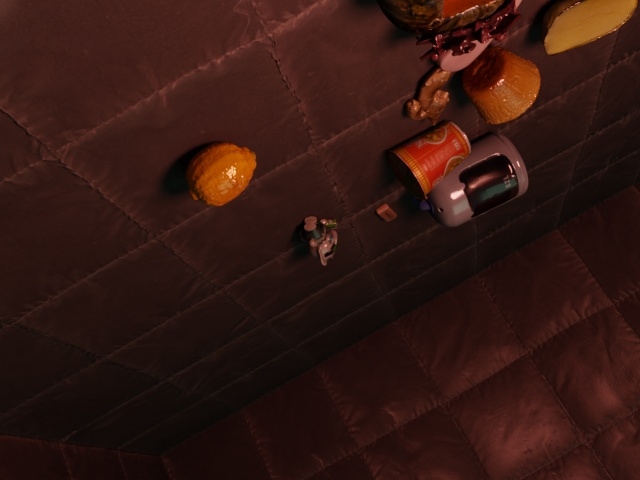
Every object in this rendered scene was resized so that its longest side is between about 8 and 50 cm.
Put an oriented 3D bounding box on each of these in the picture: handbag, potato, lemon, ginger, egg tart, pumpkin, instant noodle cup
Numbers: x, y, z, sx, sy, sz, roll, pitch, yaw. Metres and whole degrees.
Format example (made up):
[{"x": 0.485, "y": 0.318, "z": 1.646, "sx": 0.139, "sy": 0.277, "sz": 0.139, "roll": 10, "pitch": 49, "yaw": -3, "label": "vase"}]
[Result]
[{"x": 0.340, "y": -0.479, "z": 1.527, "sx": 0.203, "sy": 0.074, "sz": 0.216, "roll": -9, "pitch": -152, "yaw": 33, "label": "handbag"}, {"x": 0.705, "y": -0.622, "z": 1.818, "sx": 0.272, "sy": 0.111, "sz": 0.160, "roll": -23, "pitch": 143, "yaw": 4, "label": "potato"}, {"x": -0.239, "y": -0.164, "z": 1.624, "sx": 0.187, "sy": 0.142, "sz": 0.142, "roll": -32, "pitch": 156, "yaw": -5, "label": "lemon"}, {"x": 0.316, "y": -0.405, "z": 1.879, "sx": 0.133, "sy": 0.059, "sz": 0.214, "roll": -6, "pitch": 146, "yaw": -28, "label": "ginger"}, {"x": 0.482, "y": -0.440, "z": 1.858, "sx": 0.147, "sy": 0.202, "sz": 0.202, "roll": 25, "pitch": 123, "yaw": -41, "label": "egg tart"}, {"x": 0.253, "y": -0.555, "z": 1.321, "sx": 0.320, "sy": 0.192, "sz": 0.320, "roll": -17, "pitch": 145, "yaw": -12, "label": "pumpkin"}, {"x": 0.343, "y": -0.255, "z": 2.067, "sx": 0.212, "sy": 0.193, "sz": 0.193, "roll": -36, "pitch": 157, "yaw": -6, "label": "instant noodle cup"}]

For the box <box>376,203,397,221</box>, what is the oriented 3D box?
[{"x": 0.238, "y": -0.098, "z": 2.424, "sx": 0.048, "sy": 0.025, "sz": 0.115, "roll": -36, "pitch": 155, "yaw": 10, "label": "box"}]

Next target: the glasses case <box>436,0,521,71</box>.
[{"x": 0.396, "y": -0.540, "z": 1.675, "sx": 0.113, "sy": 0.075, "sz": 0.297, "roll": -7, "pitch": 147, "yaw": -40, "label": "glasses case"}]

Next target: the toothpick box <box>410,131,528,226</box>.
[{"x": 0.483, "y": -0.192, "z": 2.285, "sx": 0.355, "sy": 0.263, "sz": 0.263, "roll": -27, "pitch": 156, "yaw": -5, "label": "toothpick box"}]

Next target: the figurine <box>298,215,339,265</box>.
[{"x": 0.000, "y": 0.000, "z": 2.237, "sx": 0.126, "sy": 0.147, "sz": 0.192, "roll": -14, "pitch": 138, "yaw": 9, "label": "figurine"}]
